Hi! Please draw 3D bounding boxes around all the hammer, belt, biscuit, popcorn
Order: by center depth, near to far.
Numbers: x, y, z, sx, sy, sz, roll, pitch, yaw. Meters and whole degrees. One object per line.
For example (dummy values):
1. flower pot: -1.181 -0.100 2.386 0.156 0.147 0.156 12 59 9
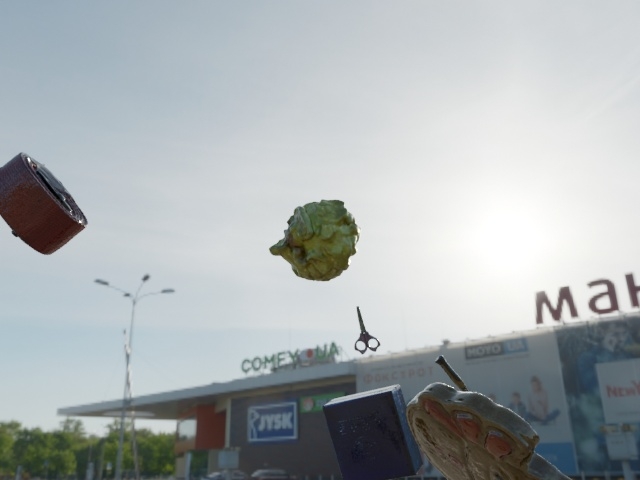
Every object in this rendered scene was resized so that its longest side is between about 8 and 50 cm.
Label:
1. belt: -0.569 -0.067 1.184 0.124 0.201 0.128 -40 -6 -2
2. biscuit: 0.329 0.434 1.184 0.381 0.074 0.359 20 -38 47
3. popcorn: -0.012 -0.003 1.542 0.217 0.181 0.235 17 -43 -3
4. hammer: 0.372 0.379 1.576 0.078 0.021 0.201 -29 -75 42

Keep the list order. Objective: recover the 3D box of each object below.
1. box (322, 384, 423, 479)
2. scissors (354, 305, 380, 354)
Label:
1. box: 0.174 0.654 2.016 0.261 0.279 0.116 -19 -9 23
2. scissors: 0.174 0.365 2.444 0.110 0.212 0.021 -12 16 10
